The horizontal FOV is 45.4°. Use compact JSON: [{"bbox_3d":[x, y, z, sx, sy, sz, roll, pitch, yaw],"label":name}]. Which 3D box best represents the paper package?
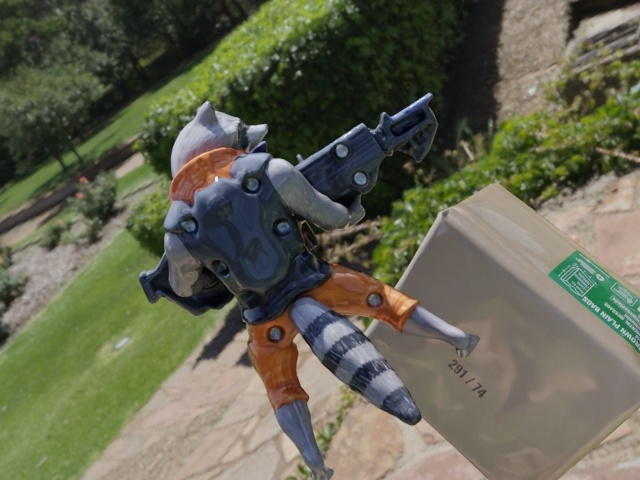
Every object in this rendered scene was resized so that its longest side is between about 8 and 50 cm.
[{"bbox_3d":[0.250,0.135,1.024,0.168,0.325,0.309,-30,-25,-44],"label":"paper package"}]

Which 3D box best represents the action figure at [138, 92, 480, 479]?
[{"bbox_3d":[0.000,0.000,0.685,0.341,0.330,0.178,-41,-5,2],"label":"action figure"}]
